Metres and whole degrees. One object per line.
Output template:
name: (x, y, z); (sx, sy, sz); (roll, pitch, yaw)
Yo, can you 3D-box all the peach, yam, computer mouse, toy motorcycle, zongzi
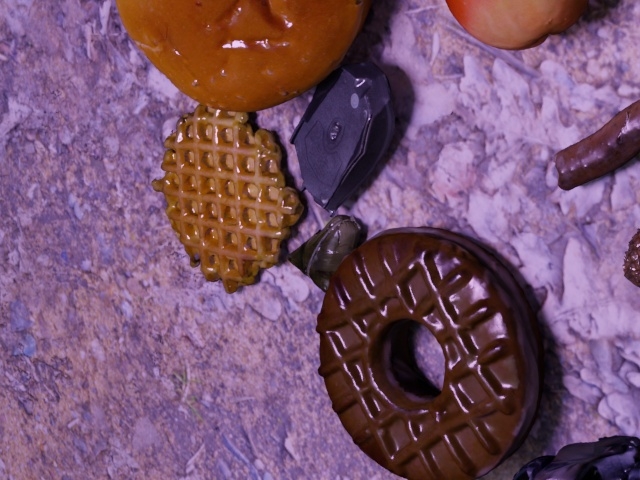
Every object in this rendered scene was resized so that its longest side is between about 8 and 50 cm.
peach: (0.218, -0.299, 1.761); (0.184, 0.184, 0.184); (10, 106, 39)
yam: (0.347, -0.124, 1.763); (0.241, 0.057, 0.056); (-34, 77, 41)
computer mouse: (0.037, -0.130, 2.021); (0.126, 0.071, 0.231); (61, 140, 30)
toy motorcycle: (0.314, 0.296, 1.820); (0.270, 0.159, 0.106); (-7, 113, 43)
zongzi: (0.000, 0.000, 2.095); (0.119, 0.055, 0.109); (35, 119, 43)

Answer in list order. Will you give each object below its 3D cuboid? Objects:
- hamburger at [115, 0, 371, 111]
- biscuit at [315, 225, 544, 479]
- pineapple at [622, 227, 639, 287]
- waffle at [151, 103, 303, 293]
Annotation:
hamburger: (-0.095, -0.306, 1.962); (0.314, 0.170, 0.290); (-35, 106, 25)
biscuit: (0.133, 0.145, 1.977); (0.332, 0.103, 0.332); (9, 105, 39)
pineapple: (0.383, -0.022, 1.750); (0.074, 0.074, 0.159); (28, 111, 33)
waffle: (-0.132, -0.063, 2.194); (0.245, 0.052, 0.254); (-46, 71, 38)
